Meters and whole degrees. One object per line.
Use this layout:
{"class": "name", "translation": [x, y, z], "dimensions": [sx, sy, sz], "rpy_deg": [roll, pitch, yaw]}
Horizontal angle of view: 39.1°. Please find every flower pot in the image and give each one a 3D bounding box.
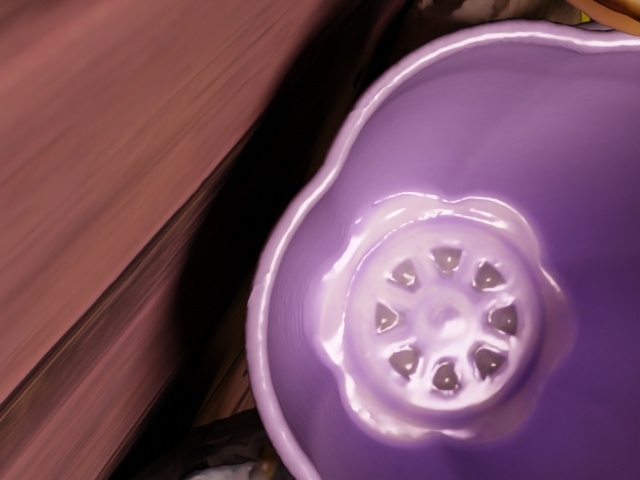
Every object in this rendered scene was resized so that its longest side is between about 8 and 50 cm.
{"class": "flower pot", "translation": [0.096, 0.042, 0.466], "dimensions": [0.265, 0.265, 0.243], "rpy_deg": [-63, -178, -3]}

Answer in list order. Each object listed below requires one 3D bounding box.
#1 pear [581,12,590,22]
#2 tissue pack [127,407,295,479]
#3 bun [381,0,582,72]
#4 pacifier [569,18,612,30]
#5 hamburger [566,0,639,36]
{"class": "pear", "translation": [0.321, -0.253, 0.959], "dimensions": [0.318, 0.238, 0.342], "rpy_deg": [-49, -163, 1]}
{"class": "tissue pack", "translation": [0.000, 0.256, 0.545], "dimensions": [0.127, 0.311, 0.228], "rpy_deg": [-23, 176, 4]}
{"class": "bun", "translation": [0.123, -0.126, 0.717], "dimensions": [0.220, 0.134, 0.221], "rpy_deg": [-19, 115, -48]}
{"class": "pacifier", "translation": [0.190, -0.104, 0.564], "dimensions": [0.287, 0.225, 0.239], "rpy_deg": [-105, 180, -66]}
{"class": "hamburger", "translation": [0.186, -0.207, 0.324], "dimensions": [0.277, 0.276, 0.237], "rpy_deg": [-66, 175, 26]}
